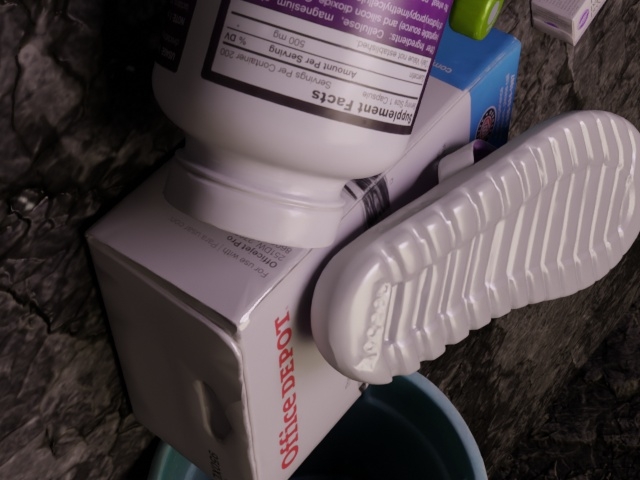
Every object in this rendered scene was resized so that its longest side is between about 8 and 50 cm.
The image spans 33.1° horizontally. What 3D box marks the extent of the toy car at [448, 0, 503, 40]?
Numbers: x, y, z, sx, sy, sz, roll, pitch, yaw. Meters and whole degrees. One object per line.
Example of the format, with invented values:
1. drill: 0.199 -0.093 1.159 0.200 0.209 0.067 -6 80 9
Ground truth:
1. toy car: 0.110 -0.260 0.927 0.188 0.155 0.149 -27 141 -66

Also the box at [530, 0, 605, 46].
1. box: 0.384 -0.401 1.393 0.324 0.067 0.063 -55 156 -11

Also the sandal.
1. sandal: 0.140 -0.018 0.920 0.416 0.102 0.169 -21 120 -37

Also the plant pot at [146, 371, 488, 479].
1. plant pot: -0.003 0.331 1.198 0.341 0.341 0.334 -49 163 -22

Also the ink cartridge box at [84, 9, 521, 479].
1. ink cartridge box: 0.000 0.000 0.976 0.395 0.166 0.285 -45 152 -31

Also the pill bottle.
1. pill bottle: -0.004 -0.166 0.718 0.181 0.181 0.323 -6 116 -61
